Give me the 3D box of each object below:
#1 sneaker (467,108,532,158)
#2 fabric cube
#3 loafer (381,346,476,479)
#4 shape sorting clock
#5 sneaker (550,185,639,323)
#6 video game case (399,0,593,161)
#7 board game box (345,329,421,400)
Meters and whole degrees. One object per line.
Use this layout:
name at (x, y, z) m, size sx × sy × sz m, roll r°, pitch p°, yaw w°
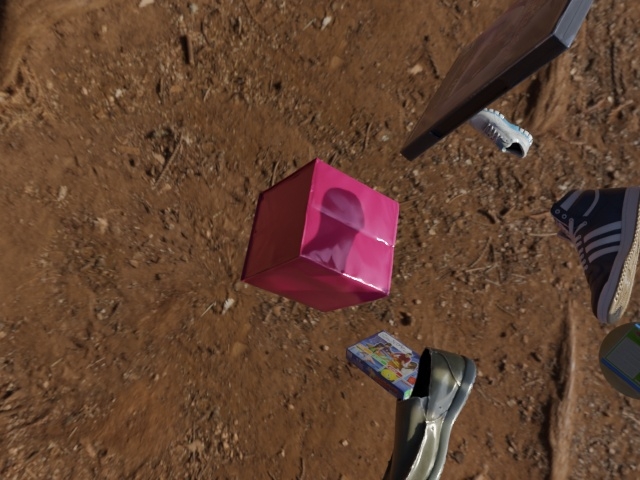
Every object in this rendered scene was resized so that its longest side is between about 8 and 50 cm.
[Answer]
sneaker at (0.473, -0.280, 1.498) m, size 0.191 × 0.071 × 0.083 m, roll 26°, pitch 52°, yaw -2°
fabric cube at (0.000, 0.000, 1.361) m, size 0.258 × 0.254 × 0.259 m, roll 25°, pitch 62°, yaw -29°
loafer at (0.134, 0.261, 0.806) m, size 0.087 × 0.094 × 0.251 m, roll 34°, pitch 63°, yaw -6°
shape sorting clock at (0.848, 0.317, 1.495) m, size 0.206 × 0.040 × 0.206 m, roll -11°, pitch 67°, yaw 29°
sneaker at (0.489, 0.017, 1.033) m, size 0.099 × 0.153 × 0.282 m, roll 54°, pitch 54°, yaw -44°
video game case at (0.203, -0.212, 0.636) m, size 0.026 × 0.274 × 0.196 m, roll 36°, pitch 67°, yaw -8°
board game box at (0.179, 0.306, 1.405) m, size 0.136 × 0.201 × 0.035 m, roll -18°, pitch 124°, yaw -35°
